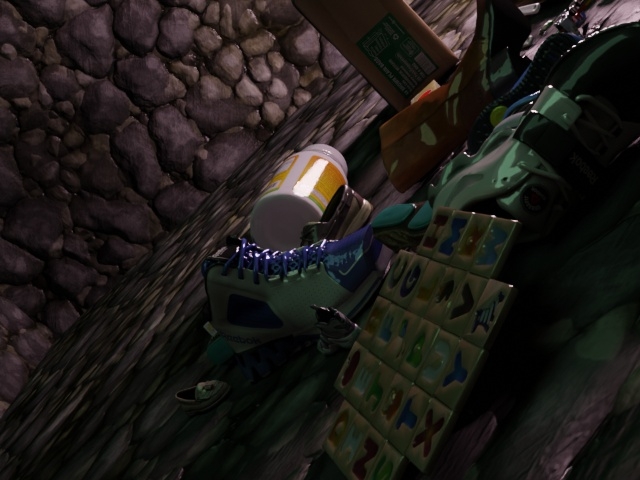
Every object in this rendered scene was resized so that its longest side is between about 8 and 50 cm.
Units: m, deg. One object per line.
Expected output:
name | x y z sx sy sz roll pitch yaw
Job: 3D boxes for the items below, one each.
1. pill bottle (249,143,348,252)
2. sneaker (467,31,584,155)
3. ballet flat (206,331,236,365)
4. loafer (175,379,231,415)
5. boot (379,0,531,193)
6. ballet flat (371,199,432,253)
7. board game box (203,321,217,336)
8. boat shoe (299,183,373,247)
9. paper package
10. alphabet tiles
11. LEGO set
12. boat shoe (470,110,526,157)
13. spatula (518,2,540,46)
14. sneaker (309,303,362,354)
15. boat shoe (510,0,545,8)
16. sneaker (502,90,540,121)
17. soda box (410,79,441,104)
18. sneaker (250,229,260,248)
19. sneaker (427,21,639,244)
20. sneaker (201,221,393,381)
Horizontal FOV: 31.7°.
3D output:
pill bottle | -0.027 -0.076 2.009 0.136 0.136 0.245 -38 13 31
sneaker | 0.285 -0.186 1.515 0.209 0.069 0.082 -51 -23 17
ballet flat | -0.106 0.134 1.755 0.188 0.070 0.070 -31 18 39
loafer | -0.182 0.236 1.714 0.125 0.039 0.045 -32 17 50
boot | 0.205 -0.238 1.757 0.280 0.096 0.264 -38 45 35
ballet flat | 0.134 -0.016 1.408 0.073 0.067 0.206 -49 15 -14
board game box | -0.135 0.116 1.882 0.103 0.026 0.154 -45 -7 3
boat shoe | 0.001 -0.001 1.804 0.223 0.073 0.080 -52 13 -32
paper package | 0.103 -0.441 2.342 0.168 0.325 0.309 -43 11 8
alphabet tiles | 0.089 0.101 1.085 0.285 0.011 0.342 -64 12 -1
LEGO set | 0.402 -0.350 1.739 0.244 0.060 0.182 -47 -1 -14
boat shoe | 0.216 -0.076 1.343 0.076 0.083 0.226 -64 7 -24
spatula | 0.337 -0.406 1.989 0.242 0.019 0.168 -158 84 -76
sneaker | 0.008 0.107 1.419 0.038 0.069 0.098 -52 13 -31
boat shoe | 0.393 -0.483 2.074 0.098 0.109 0.302 -7 4 -13
sneaker | 0.304 -0.166 1.377 0.188 0.067 0.078 -36 36 34
soda box | 0.193 -0.213 1.894 0.058 0.061 0.181 -42 12 15
sneaker | -0.072 -0.043 2.283 0.170 0.068 0.071 -51 25 14
sneaker | 0.243 -0.078 1.162 0.330 0.122 0.146 -46 20 32
sneaker | -0.061 0.058 1.551 0.315 0.182 0.127 -38 15 33
